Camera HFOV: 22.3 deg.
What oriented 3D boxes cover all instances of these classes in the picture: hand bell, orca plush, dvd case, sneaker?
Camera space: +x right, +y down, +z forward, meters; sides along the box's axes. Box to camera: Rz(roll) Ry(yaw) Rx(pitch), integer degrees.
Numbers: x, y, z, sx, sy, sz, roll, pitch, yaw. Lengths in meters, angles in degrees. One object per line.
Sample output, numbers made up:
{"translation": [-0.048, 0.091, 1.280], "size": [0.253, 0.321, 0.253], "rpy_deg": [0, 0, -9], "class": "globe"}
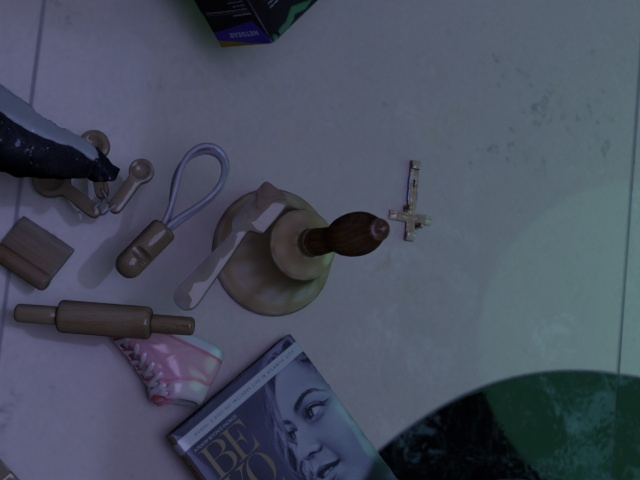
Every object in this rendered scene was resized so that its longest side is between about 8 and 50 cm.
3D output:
{"translation": [0.000, 0.000, 1.484], "size": [0.126, 0.242, 0.126], "rpy_deg": [3, 83, -23], "class": "hand bell"}
{"translation": [-0.321, -0.105, 1.412], "size": [0.287, 0.151, 0.102], "rpy_deg": [25, 117, -30], "class": "orca plush"}
{"translation": [-0.021, 0.224, 1.551], "size": [0.164, 0.018, 0.221], "rpy_deg": [-39, 94, -30], "class": "dvd case"}
{"translation": [-0.157, 0.112, 1.506], "size": [0.134, 0.051, 0.070], "rpy_deg": [27, 69, -24], "class": "sneaker"}

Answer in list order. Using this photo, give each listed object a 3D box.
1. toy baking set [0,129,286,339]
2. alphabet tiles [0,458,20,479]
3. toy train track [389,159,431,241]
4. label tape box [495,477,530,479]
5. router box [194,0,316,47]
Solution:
{"translation": [-0.166, -0.004, 1.471], "size": [0.256, 0.030, 0.197], "rpy_deg": [8, 74, 4], "class": "toy baking set"}
{"translation": [-0.391, 0.238, 1.386], "size": [0.237, 0.009, 0.198], "rpy_deg": [-44, 112, -16], "class": "alphabet tiles"}
{"translation": [0.096, -0.041, 1.656], "size": [0.048, 0.014, 0.083], "rpy_deg": [8, 80, -23], "class": "toy train track"}
{"translation": [0.246, 0.443, 1.617], "size": [0.249, 0.115, 0.348], "rpy_deg": [25, 73, -20], "class": "label tape box"}
{"translation": [-0.035, -0.369, 1.537], "size": [0.309, 0.081, 0.243], "rpy_deg": [-47, 121, -31], "class": "router box"}
